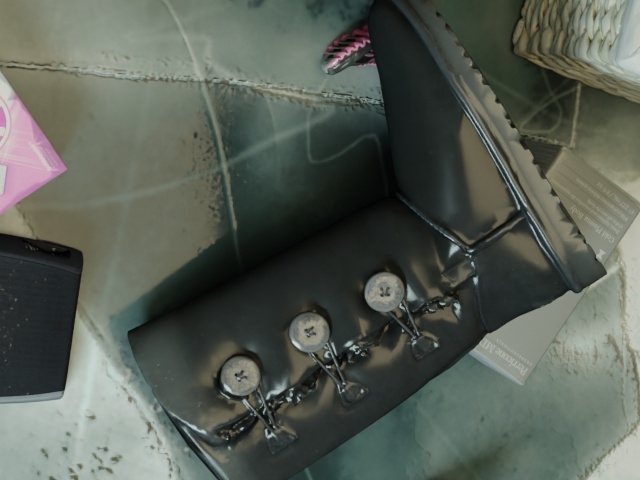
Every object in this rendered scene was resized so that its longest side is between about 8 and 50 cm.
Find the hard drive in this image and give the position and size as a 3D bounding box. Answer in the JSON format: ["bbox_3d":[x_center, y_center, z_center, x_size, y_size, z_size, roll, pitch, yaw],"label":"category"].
[{"bbox_3d":[-0.353,0.074,1.249,0.254,0.054,0.172,8,94,-28],"label":"hard drive"}]

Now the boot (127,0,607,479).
[{"bbox_3d":[0.001,0.002,1.319,0.445,0.146,0.367,-32,88,8],"label":"boot"}]

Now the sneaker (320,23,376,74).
[{"bbox_3d":[0.057,-0.199,1.379,0.119,0.047,0.057,-32,119,-11],"label":"sneaker"}]

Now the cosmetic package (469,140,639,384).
[{"bbox_3d":[0.222,0.023,1.439,0.127,0.107,0.238,33,85,-20],"label":"cosmetic package"}]

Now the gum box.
[{"bbox_3d":[-0.337,-0.116,1.233,0.107,0.062,0.188,-36,109,-12],"label":"gum box"}]

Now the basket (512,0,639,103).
[{"bbox_3d":[0.429,-0.292,1.378,0.331,0.266,0.328,15,93,-21],"label":"basket"}]
